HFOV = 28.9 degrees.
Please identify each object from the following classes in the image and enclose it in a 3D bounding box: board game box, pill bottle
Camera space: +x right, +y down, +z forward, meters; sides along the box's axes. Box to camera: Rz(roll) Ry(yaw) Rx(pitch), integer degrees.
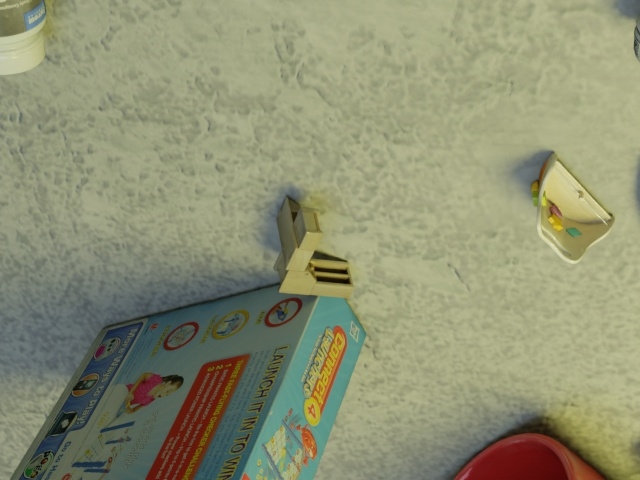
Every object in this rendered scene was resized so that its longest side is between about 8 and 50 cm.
[{"bbox_3d":[-0.138,0.187,1.199,0.302,0.308,0.086,-14,122,30],"label":"board game box"},{"bbox_3d":[-0.281,-0.219,1.081,0.078,0.078,0.137,10,130,13],"label":"pill bottle"}]

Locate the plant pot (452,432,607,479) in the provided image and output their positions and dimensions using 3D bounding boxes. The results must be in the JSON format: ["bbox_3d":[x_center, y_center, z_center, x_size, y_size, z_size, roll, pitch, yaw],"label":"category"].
[{"bbox_3d":[0.253,0.363,1.246,0.243,0.275,0.275,30,132,-18],"label":"plant pot"}]

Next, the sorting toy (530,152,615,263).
[{"bbox_3d":[0.206,-0.018,1.062,0.083,0.075,0.045,44,128,-15],"label":"sorting toy"}]

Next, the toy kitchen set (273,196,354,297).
[{"bbox_3d":[0.000,0.000,1.180,0.075,0.068,0.083,6,135,-21],"label":"toy kitchen set"}]

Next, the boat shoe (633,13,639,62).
[{"bbox_3d":[0.365,-0.150,0.891,0.268,0.096,0.088,17,136,18],"label":"boat shoe"}]
